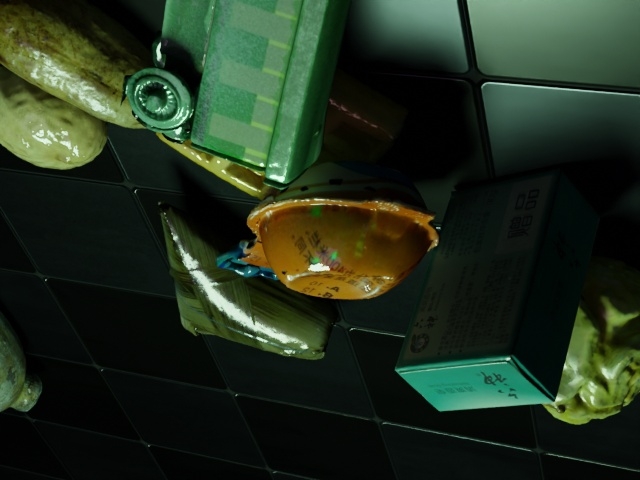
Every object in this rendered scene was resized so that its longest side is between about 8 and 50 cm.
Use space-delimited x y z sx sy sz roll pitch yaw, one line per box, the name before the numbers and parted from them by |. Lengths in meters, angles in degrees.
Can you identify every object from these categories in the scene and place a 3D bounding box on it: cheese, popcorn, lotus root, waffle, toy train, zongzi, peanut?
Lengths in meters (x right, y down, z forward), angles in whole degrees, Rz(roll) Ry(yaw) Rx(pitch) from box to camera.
cheese | 0.000 0.000 1.406 0.217 0.129 0.329 15 161 -28
popcorn | 0.295 0.105 1.440 0.187 0.167 0.185 -28 92 26
lotus root | -0.272 -0.210 1.397 0.258 0.110 0.097 31 -172 -17
waffle | -0.050 -0.128 1.423 0.221 0.055 0.248 30 146 -10
toy train | -0.073 -0.206 1.218 0.202 0.120 0.301 19 127 6
zongzi | -0.091 0.046 1.640 0.221 0.112 0.242 14 145 16
peanut | -0.326 -0.144 1.513 0.159 0.109 0.140 23 176 19
lotus root | -0.578 0.179 2.071 0.175 0.175 0.349 2 141 28

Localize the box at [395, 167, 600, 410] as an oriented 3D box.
box | 0.191 0.054 1.363 0.153 0.245 0.092 -10 138 41
